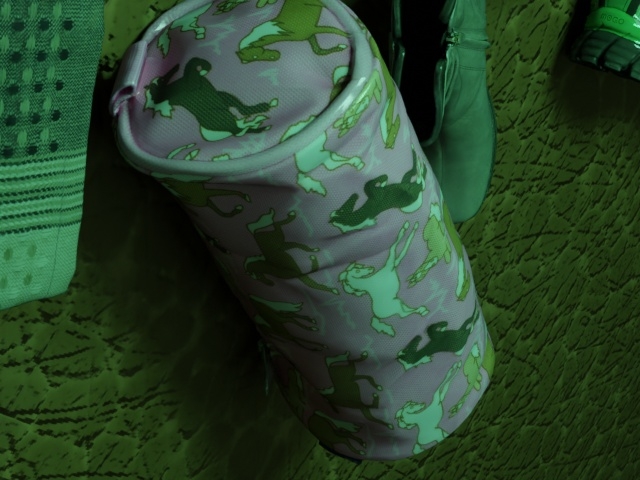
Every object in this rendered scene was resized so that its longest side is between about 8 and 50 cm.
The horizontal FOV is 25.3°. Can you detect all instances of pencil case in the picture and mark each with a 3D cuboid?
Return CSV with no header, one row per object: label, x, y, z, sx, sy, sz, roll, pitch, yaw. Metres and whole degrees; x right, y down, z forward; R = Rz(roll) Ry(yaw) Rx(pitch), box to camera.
pencil case,0.000,0.000,0.935,0.167,0.160,0.386,-35,143,-8

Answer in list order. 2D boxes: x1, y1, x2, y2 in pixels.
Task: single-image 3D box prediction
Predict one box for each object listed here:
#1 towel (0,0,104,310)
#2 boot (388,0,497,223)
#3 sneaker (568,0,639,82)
towel,-0.229,-0.088,0.660,0.324,0.056,0.312,-12,119,-49
boot,0.074,-0.099,0.996,0.161,0.083,0.246,-62,154,-60
sneaker,0.369,-0.215,1.344,0.343,0.134,0.146,-5,116,-54
